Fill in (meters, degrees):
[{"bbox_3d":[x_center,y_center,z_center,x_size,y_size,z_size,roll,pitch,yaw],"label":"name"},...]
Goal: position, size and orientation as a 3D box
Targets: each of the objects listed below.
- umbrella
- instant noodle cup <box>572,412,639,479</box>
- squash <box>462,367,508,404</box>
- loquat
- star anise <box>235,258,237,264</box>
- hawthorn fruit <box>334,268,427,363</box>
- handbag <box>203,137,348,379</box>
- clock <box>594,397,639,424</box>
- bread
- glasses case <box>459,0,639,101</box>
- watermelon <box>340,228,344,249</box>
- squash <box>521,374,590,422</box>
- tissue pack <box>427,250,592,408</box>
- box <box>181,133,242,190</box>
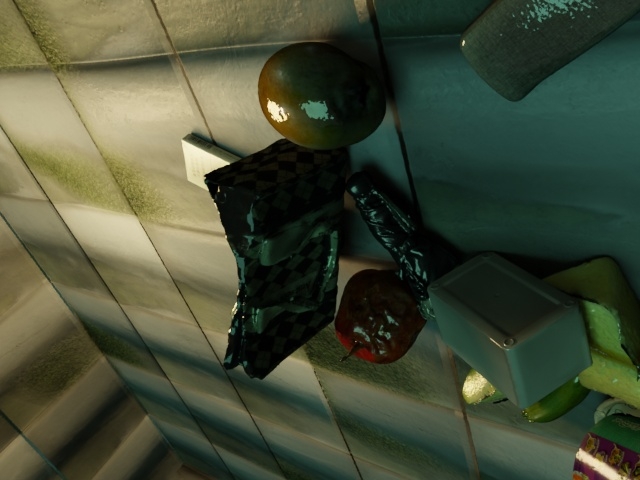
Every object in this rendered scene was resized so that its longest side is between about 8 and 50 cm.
[{"bbox_3d":[0.172,0.013,1.155,0.357,0.113,0.106,52,165,-16],"label":"umbrella"},{"bbox_3d":[0.581,0.425,1.016,0.251,0.251,0.190,57,165,-21],"label":"instant noodle cup"},{"bbox_3d":[0.394,0.232,1.188,0.252,0.170,0.093,97,160,-50],"label":"squash"},{"bbox_3d":[0.002,-0.241,0.993,0.228,0.179,0.179,26,142,25],"label":"loquat"},{"bbox_3d":[-0.135,0.088,1.517,0.272,0.102,0.271,23,142,19],"label":"star anise"},{"bbox_3d":[0.115,0.188,1.279,0.208,0.243,0.207,24,138,23],"label":"hawthorn fruit"},{"bbox_3d":[-0.080,0.037,1.148,0.180,0.317,0.415,16,121,25],"label":"handbag"},{"bbox_3d":[0.661,0.369,1.140,0.237,0.053,0.236,26,142,23],"label":"clock"},{"bbox_3d":[0.503,0.165,1.008,0.266,0.142,0.178,54,-179,-21],"label":"bread"},{"bbox_3d":[0.317,-0.305,0.722,0.131,0.074,0.323,44,144,-7],"label":"glasses case"},{"bbox_3d":[-0.003,0.008,1.336,0.092,0.075,0.181,39,144,3],"label":"watermelon"},{"bbox_3d":[0.500,0.327,1.229,0.069,0.069,0.258,31,144,13],"label":"squash"},{"bbox_3d":[0.326,0.146,1.040,0.246,0.160,0.135,44,160,59],"label":"tissue pack"},{"bbox_3d":[-0.222,-0.152,1.398,0.245,0.035,0.139,25,141,20],"label":"box"}]
